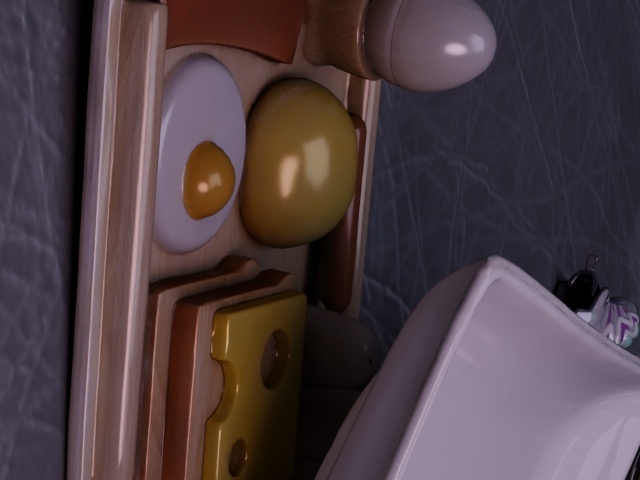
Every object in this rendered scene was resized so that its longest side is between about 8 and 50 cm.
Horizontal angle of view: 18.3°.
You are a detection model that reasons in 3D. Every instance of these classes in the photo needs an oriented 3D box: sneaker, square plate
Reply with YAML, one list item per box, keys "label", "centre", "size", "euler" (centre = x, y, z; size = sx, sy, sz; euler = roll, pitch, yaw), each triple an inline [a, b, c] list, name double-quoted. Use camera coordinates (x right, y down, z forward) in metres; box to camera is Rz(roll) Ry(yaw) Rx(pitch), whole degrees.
- label: "sneaker"
  centre: [0.171, 0.038, 1.228]
  size: [0.098, 0.038, 0.069]
  euler: [-41, 131, -55]
- label: "square plate"
  centre: [0.032, 0.186, 0.867]
  size: [0.347, 0.049, 0.344]
  euler: [-64, 157, -1]

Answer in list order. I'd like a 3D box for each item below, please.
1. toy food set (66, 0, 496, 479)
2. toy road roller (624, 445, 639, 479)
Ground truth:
- label: "toy food set"
  centre: [0.000, 0.000, 0.808]
  size: [0.220, 0.092, 0.306]
  euler: [-13, 109, -62]
- label: "toy road roller"
  centre: [0.203, 0.257, 1.161]
  size: [0.240, 0.202, 0.329]
  euler: [86, 27, -53]
